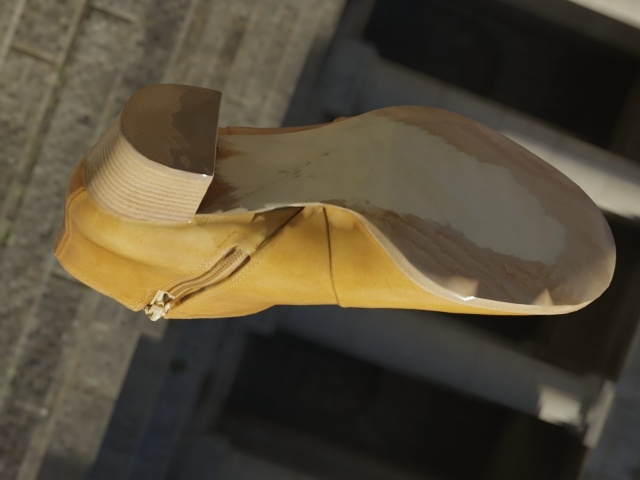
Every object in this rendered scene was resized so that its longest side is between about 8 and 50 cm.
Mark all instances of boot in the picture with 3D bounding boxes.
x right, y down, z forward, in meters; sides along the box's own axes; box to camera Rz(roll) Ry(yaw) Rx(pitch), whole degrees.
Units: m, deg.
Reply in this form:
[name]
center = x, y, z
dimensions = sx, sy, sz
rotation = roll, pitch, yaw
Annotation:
[boot]
center = -0.001, 0.001, 1.020
dimensions = 0.211, 0.295, 0.104
rotation = 126, -23, -66
